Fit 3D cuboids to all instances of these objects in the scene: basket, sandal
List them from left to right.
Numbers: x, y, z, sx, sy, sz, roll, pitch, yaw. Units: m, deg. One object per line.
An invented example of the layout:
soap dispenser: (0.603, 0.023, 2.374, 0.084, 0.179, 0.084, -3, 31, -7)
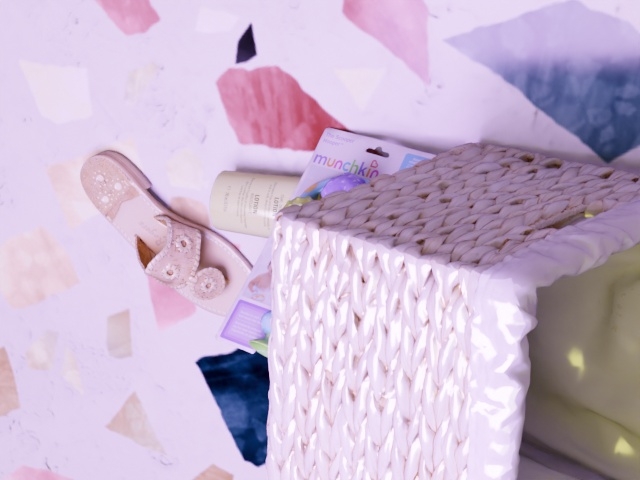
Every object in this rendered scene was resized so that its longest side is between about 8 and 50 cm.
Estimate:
sandal: (-0.169, 0.009, 1.497, 0.240, 0.079, 0.088, 43, 120, 4)
basket: (0.144, 0.108, 1.222, 0.266, 0.328, 0.331, 19, 117, 37)

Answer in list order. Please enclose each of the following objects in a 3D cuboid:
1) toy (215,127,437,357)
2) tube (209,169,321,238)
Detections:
toy: (0.000, 0.000, 1.335, 0.137, 0.056, 0.237, 18, 75, 32)
tube: (0.011, -0.027, 1.416, 0.240, 0.062, 0.070, 9, 132, 19)
